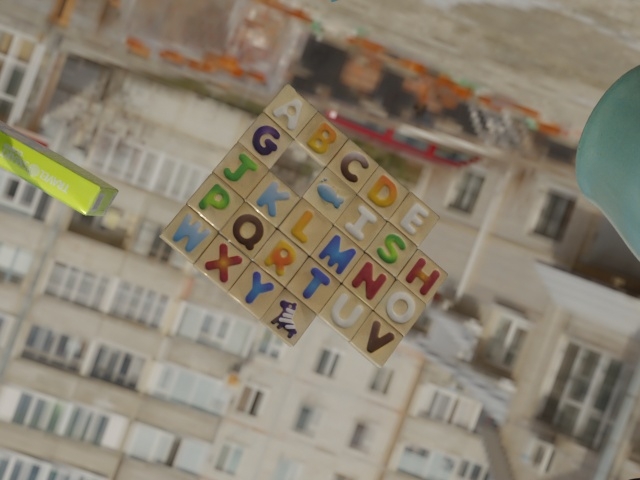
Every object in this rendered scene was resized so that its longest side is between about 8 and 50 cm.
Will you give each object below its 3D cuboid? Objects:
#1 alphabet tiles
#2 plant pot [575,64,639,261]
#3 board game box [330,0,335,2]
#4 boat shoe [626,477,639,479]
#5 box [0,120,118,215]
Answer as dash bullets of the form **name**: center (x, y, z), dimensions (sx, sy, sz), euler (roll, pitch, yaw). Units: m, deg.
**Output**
- **alphabet tiles**: center (0.000, 0.000, 1.333), dimensions (0.237, 0.198, 0.009), euler (41, 158, -7)
- **plant pot**: center (0.421, -0.062, 1.521), dimensions (0.271, 0.272, 0.255), euler (19, -167, -46)
- **board game box**: center (0.070, -0.418, 1.571), dimensions (0.336, 0.079, 0.254), euler (-6, 118, 56)
- **boat shoe**: center (0.265, 0.277, 1.262), dimensions (0.095, 0.079, 0.254), euler (-4, -173, 27)
- **box**: center (-0.330, -0.089, 1.674), dimensions (0.178, 0.042, 0.109), euler (30, -178, 3)
